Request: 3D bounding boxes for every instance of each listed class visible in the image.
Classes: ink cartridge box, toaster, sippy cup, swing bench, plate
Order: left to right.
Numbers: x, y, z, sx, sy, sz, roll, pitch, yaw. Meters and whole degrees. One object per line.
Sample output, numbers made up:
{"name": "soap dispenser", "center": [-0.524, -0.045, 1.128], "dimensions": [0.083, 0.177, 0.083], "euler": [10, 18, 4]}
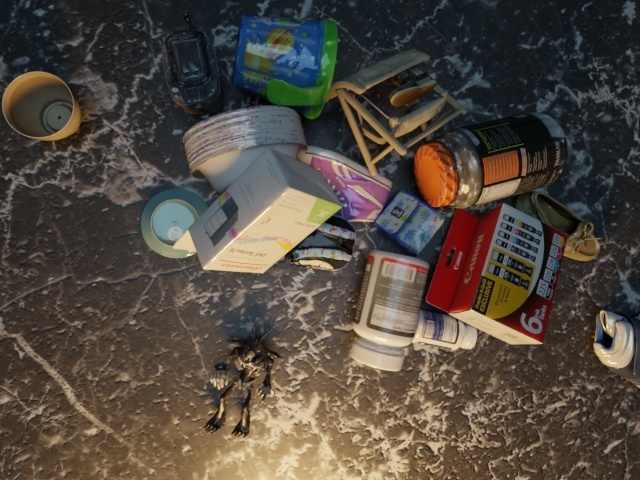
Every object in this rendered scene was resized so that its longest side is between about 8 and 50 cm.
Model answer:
{"name": "plate", "center": [-0.385, -0.047, 1.081], "dimensions": [0.188, 0.024, 0.188], "euler": [0, 88, -6]}
{"name": "toaster", "center": [-0.323, -0.433, 1.039], "dimensions": [0.129, 0.146, 0.227], "euler": [-12, 90, -7]}
{"name": "ink cartridge box", "center": [-0.151, -0.030, 0.938], "dimensions": [0.353, 0.207, 0.119], "euler": [-39, 64, 24]}
{"name": "sippy cup", "center": [-0.097, -0.439, 1.000], "dimensions": [0.224, 0.305, 0.240], "euler": [6, 100, -15]}
{"name": "swing bench", "center": [0.184, -0.347, 1.039], "dimensions": [0.253, 0.165, 0.255], "euler": [-35, 92, -26]}
{"name": "ink cartridge box", "center": [0.464, 0.077, 1.073], "dimensions": [0.272, 0.130, 0.309], "euler": [25, 72, -4]}

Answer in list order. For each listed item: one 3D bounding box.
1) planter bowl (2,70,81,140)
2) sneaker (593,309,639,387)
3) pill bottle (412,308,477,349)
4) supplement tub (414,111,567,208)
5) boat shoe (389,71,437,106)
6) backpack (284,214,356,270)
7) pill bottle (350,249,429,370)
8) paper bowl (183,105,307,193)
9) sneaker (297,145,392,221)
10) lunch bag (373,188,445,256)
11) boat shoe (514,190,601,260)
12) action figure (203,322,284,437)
{"name": "planter bowl", "center": [-0.678, -0.321, 1.020], "dimensions": [0.162, 0.109, 0.162], "euler": [0, 87, -6]}
{"name": "sneaker", "center": [0.916, 0.237, 1.141], "dimensions": [0.236, 0.130, 0.323], "euler": [36, 91, -7]}
{"name": "pill bottle", "center": [0.330, 0.245, 1.104], "dimensions": [0.169, 0.094, 0.094], "euler": [13, 87, -5]}
{"name": "supplement tub", "center": [0.434, -0.205, 1.062], "dimensions": [0.338, 0.207, 0.207], "euler": [-14, 89, -11]}
{"name": "boat shoe", "center": [0.206, -0.351, 0.935], "dimensions": [0.152, 0.056, 0.049], "euler": [-28, 79, -35]}
{"name": "backpack", "center": [0.000, 0.000, 1.069], "dimensions": [0.173, 0.117, 0.158], "euler": [11, 87, -4]}
{"name": "pill bottle", "center": [0.175, 0.177, 1.059], "dimensions": [0.161, 0.161, 0.283], "euler": [14, 87, -5]}
{"name": "paper bowl", "center": [-0.170, -0.202, 0.976], "dimensions": [0.284, 0.284, 0.148], "euler": [-14, 89, -6]}
{"name": "sneaker", "center": [0.041, -0.140, 1.089], "dimensions": [0.282, 0.102, 0.161], "euler": [25, 89, -4]}
{"name": "lunch bag", "center": [0.241, -0.050, 1.111], "dimensions": [0.151, 0.096, 0.129], "euler": [38, 87, 11]}
{"name": "boat shoe", "center": [0.683, -0.038, 1.149], "dimensions": [0.285, 0.089, 0.104], "euler": [34, 85, -4]}
{"name": "action figure", "center": [-0.192, 0.357, 1.029], "dimensions": [0.164, 0.141, 0.276], "euler": [17, 90, -3]}
